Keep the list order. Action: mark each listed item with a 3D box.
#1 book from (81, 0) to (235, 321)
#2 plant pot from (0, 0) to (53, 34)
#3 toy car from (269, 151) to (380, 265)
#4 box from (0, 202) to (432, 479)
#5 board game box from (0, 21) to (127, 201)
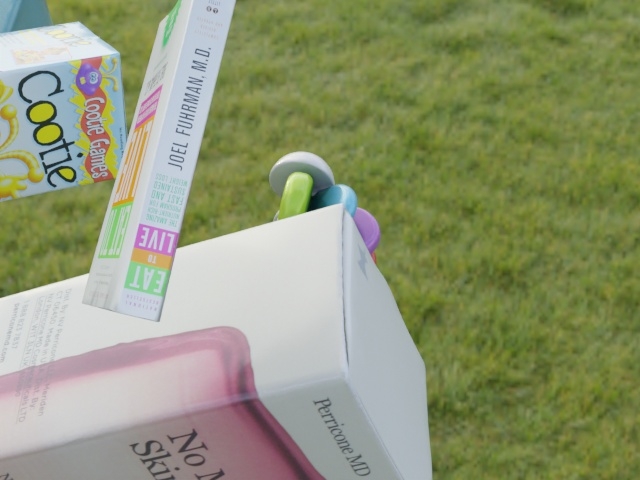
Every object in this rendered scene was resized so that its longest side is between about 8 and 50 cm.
[{"bbox_3d":[-0.070,-0.036,0.538,0.035,0.144,0.096,15,-6,-15],"label":"book"},{"bbox_3d":[-0.464,-0.226,1.552,0.166,0.165,0.234,5,60,4],"label":"plant pot"},{"bbox_3d":[0.000,0.000,1.348,0.136,0.182,0.159,8,50,8],"label":"toy car"},{"bbox_3d":[-0.068,0.098,0.672,0.232,0.148,0.126,-15,41,15],"label":"box"},{"bbox_3d":[-0.358,-0.127,1.247,0.275,0.142,0.144,-14,29,-24],"label":"board game box"}]
